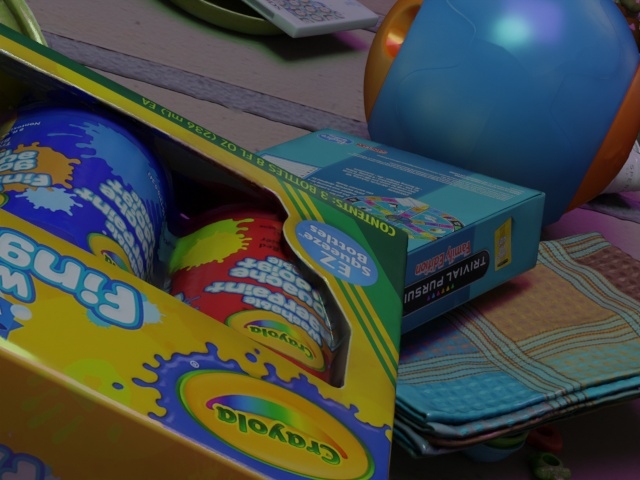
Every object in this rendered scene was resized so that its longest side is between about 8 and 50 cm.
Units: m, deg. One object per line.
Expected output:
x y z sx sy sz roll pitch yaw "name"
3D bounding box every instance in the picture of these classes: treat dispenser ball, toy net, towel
0.186 -0.152 1.880 0.288 0.288 0.288 17 28 -9 "treat dispenser ball"
0.153 0.126 1.630 0.122 0.045 0.232 12 29 -16 "toy net"
0.171 0.076 1.624 0.370 0.040 0.271 -11 30 -29 "towel"

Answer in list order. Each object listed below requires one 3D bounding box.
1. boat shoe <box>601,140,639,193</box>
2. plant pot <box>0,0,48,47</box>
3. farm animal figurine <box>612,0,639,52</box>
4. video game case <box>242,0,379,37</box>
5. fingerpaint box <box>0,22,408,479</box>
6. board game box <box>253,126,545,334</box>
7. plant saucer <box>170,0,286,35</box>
0.316 -0.145 2.176 0.096 0.098 0.277 9 40 -23 "boat shoe"
-0.363 -0.063 1.411 0.254 0.276 0.276 -16 44 -32 "plant pot"
0.462 -0.201 2.214 0.330 0.172 0.327 45 11 -10 "farm animal figurine"
-0.029 -0.289 2.179 0.143 0.019 0.157 38 31 27 "video game case"
-0.176 0.033 1.124 0.445 0.163 0.371 27 26 -8 "fingerpaint box"
0.000 0.000 1.615 0.254 0.079 0.336 19 26 34 "board game box"
-0.109 -0.307 2.215 0.241 0.037 0.241 17 28 -9 "plant saucer"
